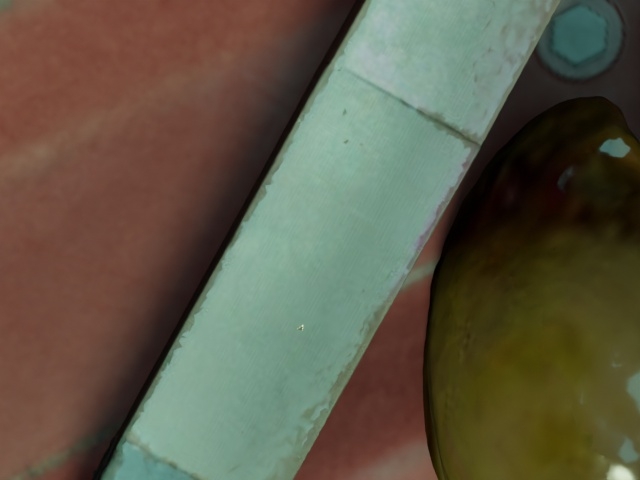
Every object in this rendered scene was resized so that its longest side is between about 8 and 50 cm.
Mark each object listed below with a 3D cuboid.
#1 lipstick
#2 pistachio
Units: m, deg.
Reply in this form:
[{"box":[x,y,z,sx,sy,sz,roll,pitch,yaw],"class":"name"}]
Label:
[{"box":[0.000,0.000,0.639,0.068,0.066,0.317,29,95,-4],"class":"lipstick"},{"box":[0.107,0.051,0.625,0.165,0.130,0.210,-2,100,39],"class":"pistachio"}]
